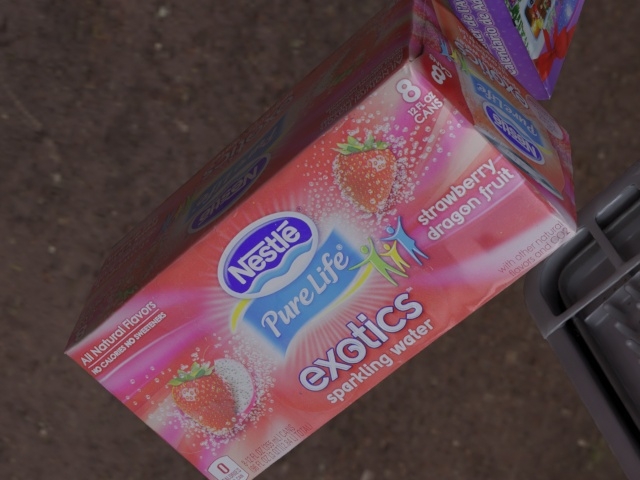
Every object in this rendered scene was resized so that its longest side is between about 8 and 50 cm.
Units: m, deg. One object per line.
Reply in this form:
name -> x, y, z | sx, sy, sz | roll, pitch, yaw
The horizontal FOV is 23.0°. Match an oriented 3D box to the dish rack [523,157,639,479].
dish rack -> 0.328, 0.049, 1.250 | 0.285, 0.333, 0.072 | -42, 126, 15

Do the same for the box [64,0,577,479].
box -> 0.000, 0.000, 0.997 | 0.154, 0.300, 0.142 | 44, 24, -16

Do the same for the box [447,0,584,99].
box -> 0.188, -0.298, 1.397 | 0.201, 0.057, 0.293 | 56, 47, -44
